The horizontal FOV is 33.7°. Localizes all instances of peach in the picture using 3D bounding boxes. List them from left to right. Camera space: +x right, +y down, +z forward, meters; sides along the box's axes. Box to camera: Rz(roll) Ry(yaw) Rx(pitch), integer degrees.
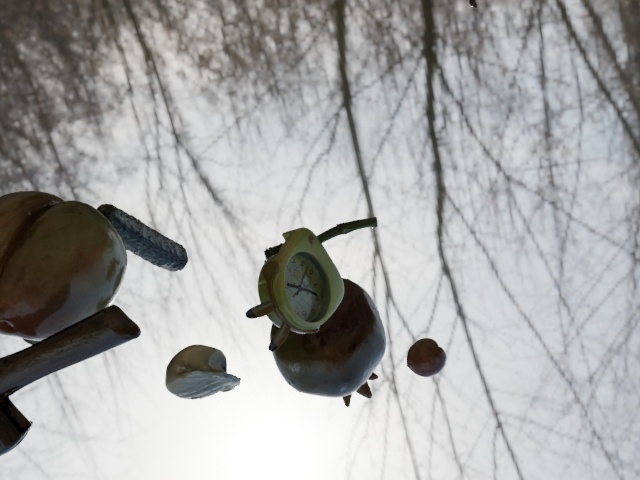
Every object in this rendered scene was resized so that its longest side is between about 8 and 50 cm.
[{"bbox_3d":[-0.492,0.046,1.844,0.292,0.247,0.292,5,-128,-7],"label":"peach"},{"bbox_3d":[0.216,0.241,2.157,0.083,0.083,0.083,-12,-155,5],"label":"peach"}]

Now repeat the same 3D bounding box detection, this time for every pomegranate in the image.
[{"bbox_3d":[0.016,0.238,2.469,0.291,0.323,0.291,-2,-117,3],"label":"pomegranate"}]

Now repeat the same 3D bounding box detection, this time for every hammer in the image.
[{"bbox_3d":[-0.468,0.198,1.711,0.409,0.242,0.095,-24,-160,26],"label":"hammer"}]

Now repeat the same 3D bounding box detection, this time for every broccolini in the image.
[{"bbox_3d":[0.000,0.000,2.082,0.239,0.054,0.051,-21,-143,2],"label":"broccolini"}]

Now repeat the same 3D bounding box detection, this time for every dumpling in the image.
[{"bbox_3d":[-0.223,0.254,2.027,0.150,0.176,0.092,7,-126,-17],"label":"dumpling"}]

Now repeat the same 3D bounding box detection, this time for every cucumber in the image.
[{"bbox_3d":[-0.354,-0.007,2.043,0.067,0.293,0.067,-9,-112,22],"label":"cucumber"}]

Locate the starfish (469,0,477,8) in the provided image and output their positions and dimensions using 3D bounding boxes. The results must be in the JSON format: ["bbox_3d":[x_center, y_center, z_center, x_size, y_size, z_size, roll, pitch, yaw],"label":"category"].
[{"bbox_3d":[0.234,-0.378,1.465,0.130,0.133,0.041,10,174,29],"label":"starfish"}]

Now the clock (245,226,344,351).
[{"bbox_3d":[-0.052,0.097,1.969,0.069,0.170,0.232,-13,-153,38],"label":"clock"}]

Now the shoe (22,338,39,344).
[{"bbox_3d":[-0.664,0.097,2.501,0.137,0.291,0.114,-24,162,34],"label":"shoe"}]
